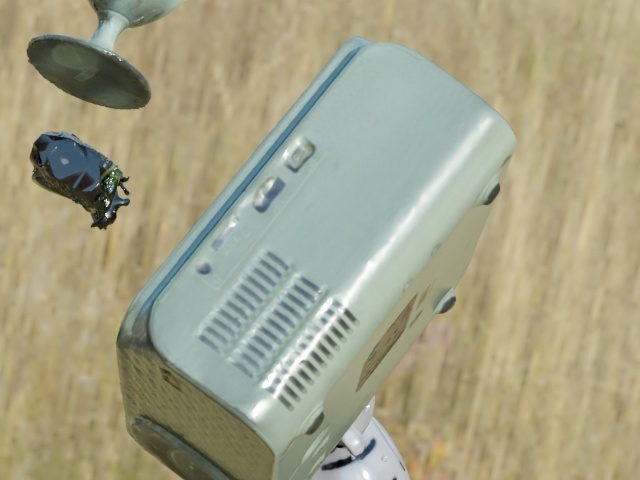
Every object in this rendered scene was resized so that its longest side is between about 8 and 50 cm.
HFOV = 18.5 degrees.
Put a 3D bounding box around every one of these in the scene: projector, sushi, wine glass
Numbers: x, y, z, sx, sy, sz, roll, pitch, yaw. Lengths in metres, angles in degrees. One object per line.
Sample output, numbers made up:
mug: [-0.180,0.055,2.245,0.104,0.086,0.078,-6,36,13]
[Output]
projector: [-0.004,0.033,1.010,0.108,0.198,0.250,37,-17,7]
sushi: [-0.204,-0.056,1.685,0.085,0.056,0.083,39,-11,8]
wine glass: [-0.119,-0.195,1.316,0.093,0.202,0.093,16,-22,7]

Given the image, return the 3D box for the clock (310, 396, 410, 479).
clock: [0.012,0.144,1.378,0.080,0.176,0.117,-26,13,-11]
